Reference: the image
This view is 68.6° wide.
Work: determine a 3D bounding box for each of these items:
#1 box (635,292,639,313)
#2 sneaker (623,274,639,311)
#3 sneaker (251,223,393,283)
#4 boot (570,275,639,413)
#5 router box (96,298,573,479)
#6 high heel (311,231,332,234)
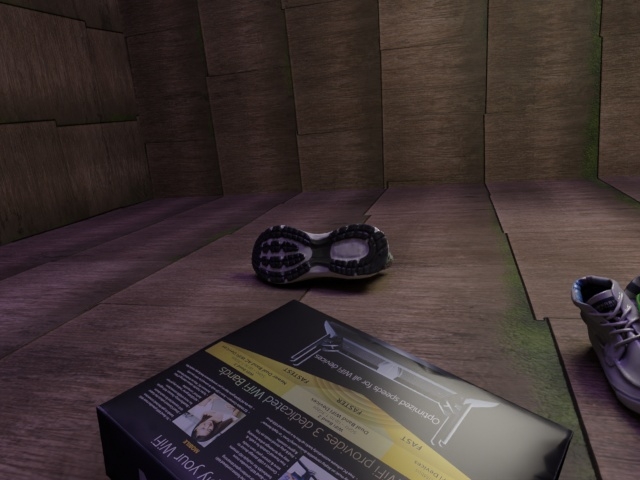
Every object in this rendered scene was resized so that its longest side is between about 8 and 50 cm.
[{"bbox_3d":[0.468,0.116,0.606,0.105,0.043,0.179,47,32,14],"label":"box"},{"bbox_3d":[0.588,0.096,0.764,0.164,0.086,0.226,28,29,22],"label":"sneaker"},{"bbox_3d":[0.006,0.054,1.228,0.411,0.157,0.182,1,-15,29],"label":"sneaker"},{"bbox_3d":[0.419,0.132,0.661,0.095,0.123,0.258,-31,3,16],"label":"boot"},{"bbox_3d":[0.012,0.177,0.390,0.309,0.080,0.243,20,27,34],"label":"router box"},{"bbox_3d":[0.000,0.000,1.406,0.262,0.093,0.186,-14,21,1],"label":"high heel"}]
